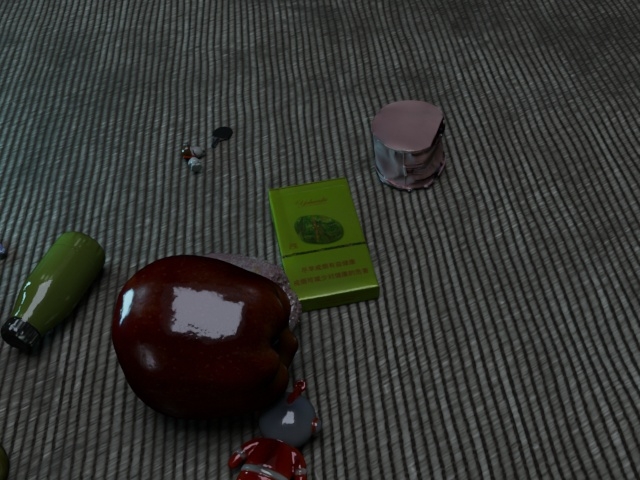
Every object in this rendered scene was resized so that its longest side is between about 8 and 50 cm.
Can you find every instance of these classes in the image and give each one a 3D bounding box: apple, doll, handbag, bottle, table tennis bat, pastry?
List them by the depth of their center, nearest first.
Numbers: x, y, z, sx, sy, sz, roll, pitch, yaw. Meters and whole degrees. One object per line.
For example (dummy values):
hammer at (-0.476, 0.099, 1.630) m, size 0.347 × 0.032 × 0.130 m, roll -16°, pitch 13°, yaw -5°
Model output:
doll at (-0.073, 0.348, 1.272) m, size 0.142 × 0.076 × 0.245 m, roll 13°, pitch 53°, yaw 14°
apple at (-0.204, 0.171, 1.298) m, size 0.316 × 0.288 × 0.288 m, roll 4°, pitch 48°, yaw 13°
pastry at (-0.146, 0.086, 1.475) m, size 0.265 × 0.112 × 0.102 m, roll 26°, pitch 45°, yaw 31°
bottle at (-0.543, 0.103, 1.499) m, size 0.112 × 0.112 × 0.260 m, roll 13°, pitch 50°, yaw 15°
handbag at (0.209, -0.228, 1.749) m, size 0.179 × 0.117 × 0.205 m, roll 15°, pitch 50°, yaw 16°
doll at (-0.315, -0.202, 1.816) m, size 0.058 × 0.040 × 0.085 m, roll 6°, pitch 47°, yaw -5°
table tennis bat at (-0.255, -0.264, 1.887) m, size 0.050 × 0.007 × 0.083 m, roll 13°, pitch 48°, yaw 15°

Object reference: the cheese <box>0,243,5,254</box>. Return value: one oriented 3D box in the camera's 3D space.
cheese at (-0.791, 0.048, 1.614) m, size 0.190 × 0.042 × 0.105 m, roll -34°, pitch 55°, yaw -26°

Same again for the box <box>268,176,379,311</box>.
box at (0.000, 0.000, 1.603) m, size 0.186 × 0.047 × 0.335 m, roll -10°, pitch 49°, yaw -5°

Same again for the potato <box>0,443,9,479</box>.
potato at (-0.668, 0.355, 1.282) m, size 0.271 × 0.111 × 0.160 m, roll 29°, pitch 54°, yaw 26°
